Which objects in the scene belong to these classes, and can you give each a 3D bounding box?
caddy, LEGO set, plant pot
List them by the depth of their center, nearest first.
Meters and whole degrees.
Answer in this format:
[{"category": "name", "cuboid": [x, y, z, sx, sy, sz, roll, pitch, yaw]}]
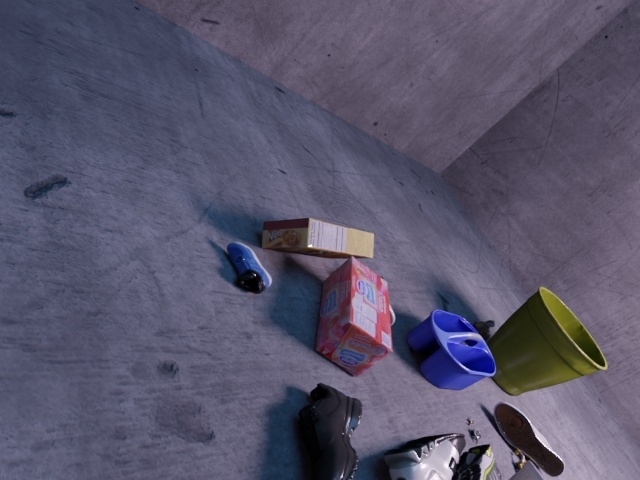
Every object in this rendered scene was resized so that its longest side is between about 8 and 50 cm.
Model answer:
[{"category": "LEGO set", "cuboid": [0.491, 0.601, 1.464, 0.054, 0.023, 0.083, 25, 34, -36]}, {"category": "caddy", "cuboid": [0.460, 0.365, 1.576, 0.341, 0.179, 0.241, 20, 37, -42]}, {"category": "plant pot", "cuboid": [0.858, 0.436, 1.858, 0.366, 0.353, 0.366, 34, 30, -22]}]

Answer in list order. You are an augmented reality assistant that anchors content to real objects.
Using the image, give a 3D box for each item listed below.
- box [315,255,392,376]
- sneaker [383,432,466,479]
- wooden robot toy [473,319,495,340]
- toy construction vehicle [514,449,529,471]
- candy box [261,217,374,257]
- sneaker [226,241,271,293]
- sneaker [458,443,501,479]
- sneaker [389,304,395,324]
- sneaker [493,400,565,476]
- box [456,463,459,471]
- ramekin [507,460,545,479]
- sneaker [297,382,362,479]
[{"category": "box", "cuboid": [0.094, 0.205, 1.306, 0.154, 0.142, 0.300, 37, 28, -18]}, {"category": "sneaker", "cuboid": [0.269, 0.559, 1.126, 0.331, 0.122, 0.146, 10, 59, -49]}, {"category": "wooden robot toy", "cuboid": [0.729, 0.404, 2.064, 0.173, 0.076, 0.079, -2, 89, -56]}, {"category": "toy construction vehicle", "cuboid": [0.677, 0.749, 1.517, 0.086, 0.035, 0.098, 40, 27, -12]}, {"category": "candy box", "cuboid": [0.000, 0.000, 1.400, 0.316, 0.183, 0.087, 10, 80, -49]}, {"category": "sneaker", "cuboid": [-0.191, 0.070, 1.173, 0.152, 0.058, 0.084, 52, 18, -3]}, {"category": "sneaker", "cuboid": [0.397, 0.623, 1.149, 0.300, 0.111, 0.121, -11, 66, -57]}, {"category": "sneaker", "cuboid": [0.179, 0.176, 1.537, 0.217, 0.079, 0.121, 47, 28, 4]}, {"category": "sneaker", "cuboid": [0.706, 0.681, 1.613, 0.290, 0.106, 0.123, 50, 4, 9]}, {"category": "box", "cuboid": [0.342, 0.637, 1.195, 0.116, 0.029, 0.162, 49, 28, 3]}, {"category": "ramekin", "cuboid": [0.591, 0.741, 1.220, 0.273, 0.127, 0.273, 55, 5, -7]}, {"category": "sneaker", "cuboid": [0.006, 0.412, 0.960, 0.130, 0.109, 0.286, 36, 18, -6]}]
